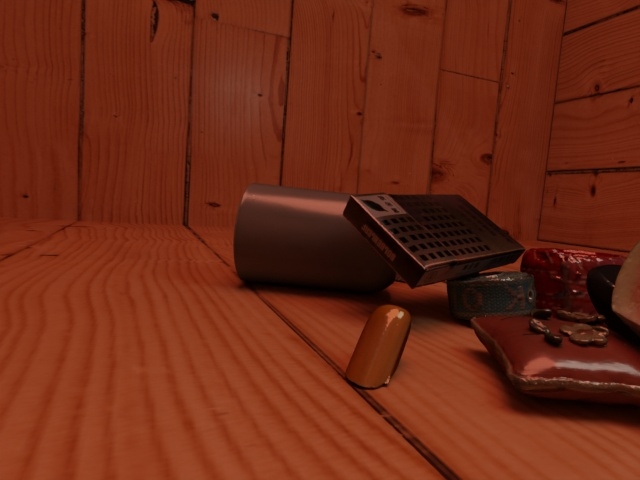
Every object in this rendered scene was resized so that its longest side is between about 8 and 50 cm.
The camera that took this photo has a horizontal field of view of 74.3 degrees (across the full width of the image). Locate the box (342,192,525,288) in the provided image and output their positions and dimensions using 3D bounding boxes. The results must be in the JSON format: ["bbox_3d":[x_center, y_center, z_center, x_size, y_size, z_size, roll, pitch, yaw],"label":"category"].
[{"bbox_3d":[0.210,-0.014,0.742,0.325,0.047,0.180,-5,44,-41],"label":"box"}]

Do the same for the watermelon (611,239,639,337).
[{"bbox_3d":[0.448,0.018,0.373,0.224,0.305,0.180,45,5,19],"label":"watermelon"}]

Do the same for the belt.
[{"bbox_3d":[0.285,0.094,0.709,0.163,0.082,0.148,-5,0,-41],"label":"belt"}]

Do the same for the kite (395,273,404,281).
[{"bbox_3d":[0.133,0.072,1.167,0.369,0.014,0.406,2,6,-31],"label":"kite"}]

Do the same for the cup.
[{"bbox_3d":[0.000,0.000,0.857,0.313,0.205,0.205,7,6,8],"label":"cup"}]

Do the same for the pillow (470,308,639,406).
[{"bbox_3d":[0.266,0.119,0.454,0.172,0.075,0.179,5,7,7],"label":"pillow"}]

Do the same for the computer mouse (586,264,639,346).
[{"bbox_3d":[0.463,0.120,0.515,0.138,0.086,0.270,-16,32,-38],"label":"computer mouse"}]

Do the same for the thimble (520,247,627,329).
[{"bbox_3d":[0.448,0.080,0.749,0.190,0.124,0.163,1,5,-30],"label":"thimble"}]

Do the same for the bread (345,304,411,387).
[{"bbox_3d":[0.063,0.121,0.460,0.049,0.103,0.062,18,-34,21],"label":"bread"}]
